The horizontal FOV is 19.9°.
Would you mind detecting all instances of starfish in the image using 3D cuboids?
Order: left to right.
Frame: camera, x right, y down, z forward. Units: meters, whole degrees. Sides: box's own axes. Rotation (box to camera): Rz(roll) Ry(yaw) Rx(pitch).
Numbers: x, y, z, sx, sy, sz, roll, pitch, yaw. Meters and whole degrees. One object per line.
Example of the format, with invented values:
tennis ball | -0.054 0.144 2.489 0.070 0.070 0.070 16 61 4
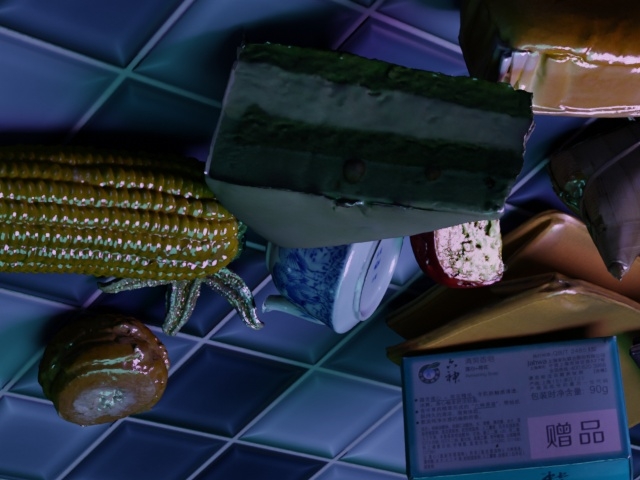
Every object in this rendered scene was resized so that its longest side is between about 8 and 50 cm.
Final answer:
starfish | -0.149 0.039 1.928 0.175 0.053 0.208 -5 138 -5

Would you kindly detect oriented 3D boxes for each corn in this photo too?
corn | -0.249 -0.027 1.732 0.344 0.131 0.131 1 141 -23

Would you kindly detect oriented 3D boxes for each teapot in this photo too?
teapot | 0.000 0.000 1.874 0.159 0.159 0.232 -3 127 -19

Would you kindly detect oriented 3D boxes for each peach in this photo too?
peach | 0.137 -0.027 1.889 0.092 0.127 0.172 -10 139 -5

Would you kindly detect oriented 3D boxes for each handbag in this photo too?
handbag | 0.290 0.114 2.148 0.283 0.133 0.401 -35 141 31

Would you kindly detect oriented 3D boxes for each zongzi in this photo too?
zongzi | 0.351 -0.050 1.887 0.194 0.197 0.099 -23 129 3

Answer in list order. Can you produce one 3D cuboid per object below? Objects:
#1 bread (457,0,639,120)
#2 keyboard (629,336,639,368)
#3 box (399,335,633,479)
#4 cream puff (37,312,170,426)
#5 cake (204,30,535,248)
bread | 0.255 -0.193 1.707 0.241 0.136 0.107 1 141 -21
keyboard | 0.450 0.170 2.144 0.106 0.027 0.317 -14 150 18
box | 0.217 0.200 2.021 0.244 0.153 0.092 -6 151 9
cream puff | -0.237 0.135 1.979 0.144 0.103 0.126 -21 139 7
cake | 0.058 -0.072 1.688 0.283 0.158 0.172 9 160 14
